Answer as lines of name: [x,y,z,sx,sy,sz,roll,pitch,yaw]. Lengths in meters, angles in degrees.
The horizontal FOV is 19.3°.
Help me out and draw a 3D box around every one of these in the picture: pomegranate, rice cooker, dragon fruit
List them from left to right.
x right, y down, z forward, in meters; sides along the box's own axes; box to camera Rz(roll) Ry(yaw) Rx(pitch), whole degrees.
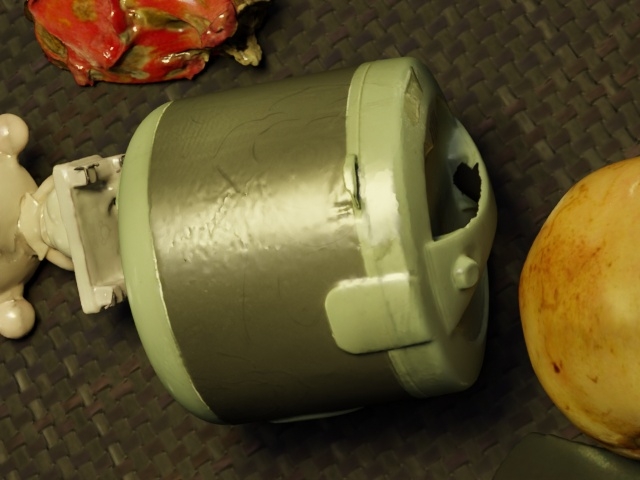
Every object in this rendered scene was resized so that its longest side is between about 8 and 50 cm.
dragon fruit: [-0.130,-0.242,1.691,0.211,0.134,0.262,35,86,21]
rice cooker: [0.003,0.001,1.498,0.277,0.288,0.288,-10,70,14]
pomegranate: [0.276,0.034,1.419,0.252,0.229,0.270,-14,51,40]

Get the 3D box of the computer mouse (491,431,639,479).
computer mouse: [0.243,0.247,1.435,0.295,0.087,0.168,14,81,24]

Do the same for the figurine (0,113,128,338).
figurine: [-0.275,-0.004,1.667,0.256,0.182,0.144,-6,29,23]
